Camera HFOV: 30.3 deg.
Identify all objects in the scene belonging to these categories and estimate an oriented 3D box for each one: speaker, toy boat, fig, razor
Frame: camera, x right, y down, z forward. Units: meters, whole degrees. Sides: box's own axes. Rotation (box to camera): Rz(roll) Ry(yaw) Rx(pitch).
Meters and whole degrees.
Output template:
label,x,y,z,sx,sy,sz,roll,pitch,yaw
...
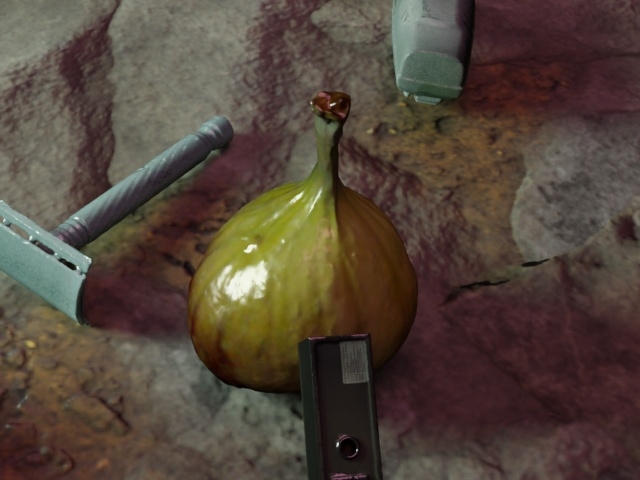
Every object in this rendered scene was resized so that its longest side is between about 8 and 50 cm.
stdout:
label,x,y,z,sx,sy,sz,roll,pitch,yaw
speaker,0.016,0.153,0.710,0.040,0.046,0.191,-3,82,-11
toy boat,0.103,-0.202,1.085,0.078,0.085,0.260,10,37,0
fig,0.002,0.017,0.780,0.160,0.231,0.143,-7,69,-25
razor,-0.148,-0.038,0.914,0.106,0.068,0.232,31,47,18
